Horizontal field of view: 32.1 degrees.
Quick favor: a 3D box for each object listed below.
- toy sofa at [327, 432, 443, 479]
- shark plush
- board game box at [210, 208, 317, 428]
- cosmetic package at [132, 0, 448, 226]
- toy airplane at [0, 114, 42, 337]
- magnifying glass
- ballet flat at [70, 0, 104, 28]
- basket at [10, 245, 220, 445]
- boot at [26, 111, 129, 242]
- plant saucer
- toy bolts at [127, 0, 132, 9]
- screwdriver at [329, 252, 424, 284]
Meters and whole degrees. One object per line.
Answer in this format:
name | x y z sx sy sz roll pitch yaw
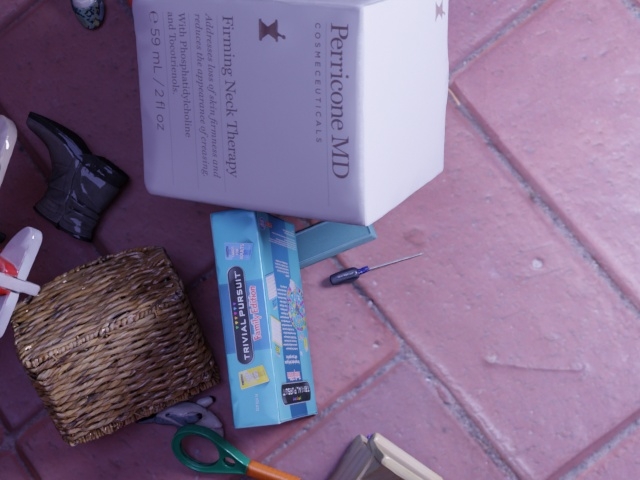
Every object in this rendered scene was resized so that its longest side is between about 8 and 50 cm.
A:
toy sofa | 0.046 0.502 1.809 0.150 0.177 0.362 36 89 -10
shark plush | -0.250 0.320 1.934 0.161 0.073 0.067 -5 110 6
board game box | -0.090 0.128 1.817 0.079 0.254 0.336 -8 82 12
cosmetic package | -0.036 -0.244 1.753 0.394 0.327 0.329 9 112 26
toy airplane | -0.638 0.021 1.869 0.384 0.272 0.386 -41 39 33
magnifying glass | -0.145 0.378 1.899 0.231 0.026 0.092 20 124 8
ballet flat | -0.456 -0.495 2.108 0.070 0.070 0.188 -16 78 8
basket | -0.360 0.173 1.923 0.299 0.223 0.213 -25 38 -9
boot | -0.485 -0.117 2.044 0.246 0.083 0.161 38 95 16
plant saucer | 0.000 0.000 1.955 0.192 0.018 0.067 -22 76 8
toy bolts | -0.299 -0.509 2.021 0.159 0.218 0.228 -27 94 0
screwdriver | 0.097 0.043 1.929 0.170 0.024 0.025 -20 48 1
